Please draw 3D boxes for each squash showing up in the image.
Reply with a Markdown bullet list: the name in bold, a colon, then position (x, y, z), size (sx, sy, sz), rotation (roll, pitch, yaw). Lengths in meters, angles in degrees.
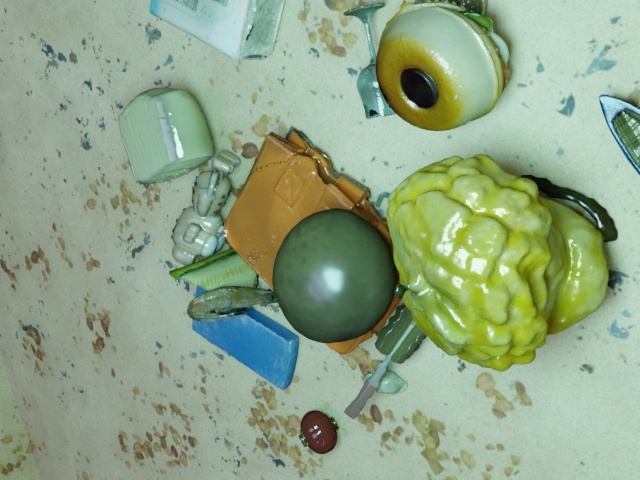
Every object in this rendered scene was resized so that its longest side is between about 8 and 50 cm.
- **squash**: position (-0.255, 0.100, 1.679), size (0.093, 0.252, 0.170), rotation (25, 120, 33)

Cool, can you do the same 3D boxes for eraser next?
- **eraser**: position (-0.184, 0.223, 1.807), size (0.311, 0.042, 0.144), rotation (27, 121, 30)

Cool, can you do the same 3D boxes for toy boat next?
- **toy boat**: position (0.495, -0.132, 1.108), size (0.229, 0.046, 0.080), rotation (52, 132, 13)

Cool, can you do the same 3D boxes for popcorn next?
- **popcorn**: position (0.280, 0.019, 1.188), size (0.349, 0.381, 0.349), rotation (161, 90, -84)

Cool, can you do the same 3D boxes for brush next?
- **brush**: position (0.129, 0.244, 1.500), size (0.084, 0.071, 0.301), rotation (39, 112, 18)

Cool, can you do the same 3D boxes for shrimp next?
- **shrimp**: position (-0.191, 0.142, 1.668), size (0.126, 0.223, 0.047), rotation (-54, 48, 44)

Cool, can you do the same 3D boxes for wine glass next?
- **wine glass**: position (0.097, -0.318, 1.349), size (0.079, 0.079, 0.196), rotation (-4, 102, 41)

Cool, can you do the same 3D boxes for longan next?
- **longan**: position (0.020, 0.064, 1.331), size (0.248, 0.248, 0.248), rotation (15, 115, 35)

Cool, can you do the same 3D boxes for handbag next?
- **handbag**: position (0.000, 0.000, 1.530), size (0.410, 0.116, 0.303), rotation (44, 126, 18)

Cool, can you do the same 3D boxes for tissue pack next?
- **tissue pack**: position (-0.205, -0.499, 1.503), size (0.271, 0.124, 0.201), rotation (34, 126, 27)

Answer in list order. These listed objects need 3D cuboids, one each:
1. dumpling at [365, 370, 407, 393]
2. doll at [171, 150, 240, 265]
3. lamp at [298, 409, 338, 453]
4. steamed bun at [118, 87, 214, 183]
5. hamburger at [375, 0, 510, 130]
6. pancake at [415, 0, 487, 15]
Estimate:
- **dumpling**: position (0.134, 0.301, 1.563), size (0.052, 0.076, 0.057), rotation (48, 137, 50)
- **doll**: position (-0.256, -0.066, 1.694), size (0.119, 0.154, 0.278), rotation (25, 122, 1)
- **lamp**: position (-0.005, 0.434, 1.706), size (0.101, 0.090, 0.101), rotation (57, 165, 25)
- **steamed bun**: position (-0.341, -0.239, 1.693), size (0.250, 0.154, 0.200), rotation (-14, 94, 48)
- **hamburger**: position (0.192, -0.279, 1.229), size (0.237, 0.147, 0.237), rotation (31, 148, 23)
- **pancake**: position (0.216, -0.396, 1.258), size (0.139, 0.022, 0.140), rotation (14, 114, 35)
